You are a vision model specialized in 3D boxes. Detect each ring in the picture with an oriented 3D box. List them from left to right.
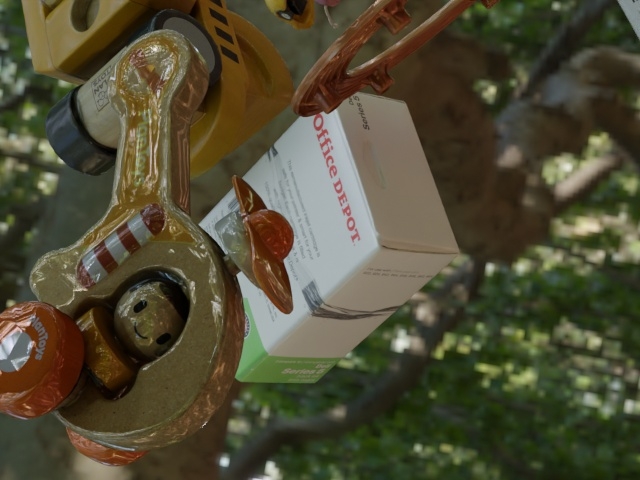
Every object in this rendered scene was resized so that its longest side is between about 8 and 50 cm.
[{"bbox_3d":[0.112,-0.215,1.486,0.337,0.032,0.336,-39,-6,-5],"label":"ring"}]

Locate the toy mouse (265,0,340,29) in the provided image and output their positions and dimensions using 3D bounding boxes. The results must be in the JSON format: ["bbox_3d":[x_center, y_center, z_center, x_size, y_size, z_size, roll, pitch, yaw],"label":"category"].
[{"bbox_3d":[-0.007,-0.243,1.370,0.161,0.031,0.143,43,-116,-63],"label":"toy mouse"}]

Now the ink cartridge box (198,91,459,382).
[{"bbox_3d":[0.000,0.000,1.715,0.273,0.115,0.198,-44,53,40],"label":"ink cartridge box"}]

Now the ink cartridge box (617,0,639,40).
[{"bbox_3d":[0.196,-0.226,0.800,0.278,0.117,0.201,60,163,-1],"label":"ink cartridge box"}]

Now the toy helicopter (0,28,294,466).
[{"bbox_3d":[-0.116,-0.014,1.230,0.140,0.235,0.355,40,-138,-49],"label":"toy helicopter"}]

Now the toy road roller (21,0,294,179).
[{"bbox_3d":[-0.174,-0.221,1.814,0.241,0.202,0.329,11,-127,-45],"label":"toy road roller"}]
